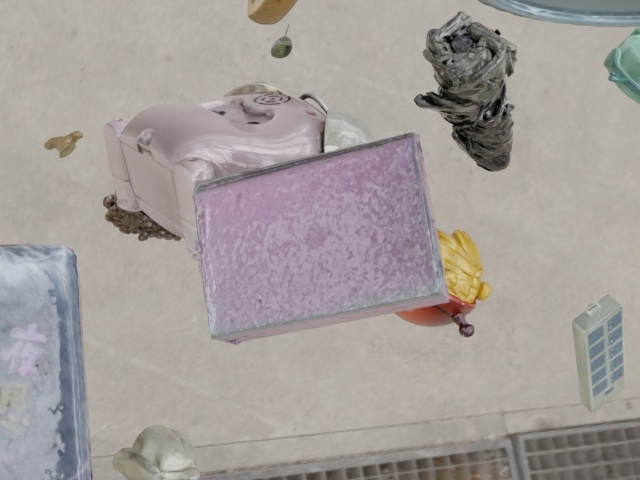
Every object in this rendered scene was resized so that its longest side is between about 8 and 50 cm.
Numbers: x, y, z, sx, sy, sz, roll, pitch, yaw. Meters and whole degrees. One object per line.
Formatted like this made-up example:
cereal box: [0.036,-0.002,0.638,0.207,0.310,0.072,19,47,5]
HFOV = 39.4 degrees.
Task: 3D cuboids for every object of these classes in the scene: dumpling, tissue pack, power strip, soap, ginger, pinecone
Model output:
dumpling: [-0.262,0.357,1.429,0.136,0.199,0.118,22,77,-26]
tissue pack: [-0.328,0.172,0.773,0.259,0.122,0.361,-1,54,-21]
power strip: [0.597,0.251,1.903,0.106,0.367,0.043,-34,48,-9]
soap: [0.000,0.000,0.967,0.259,0.081,0.181,-13,77,13]
ginger: [-0.491,-0.181,1.717,0.030,0.097,0.048,41,46,-49]
pinecone: [-0.271,-0.078,1.544,0.179,0.195,0.150,6,109,15]

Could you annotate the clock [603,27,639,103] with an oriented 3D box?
clock: [0.566,-0.284,1.524,0.159,0.066,0.211,41,43,12]

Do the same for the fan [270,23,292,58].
fan: [-0.080,-0.446,2.031,0.060,0.080,0.003,46,14,35]

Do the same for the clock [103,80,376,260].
clock: [-0.116,-0.124,1.337,0.325,0.184,0.342,-20,36,-31]

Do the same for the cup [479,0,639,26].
cup: [0.239,-0.325,0.581,0.256,0.331,0.311,11,84,-51]

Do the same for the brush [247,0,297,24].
brush: [-0.035,-0.538,1.778,0.166,0.267,0.174,7,42,-29]

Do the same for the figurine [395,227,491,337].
figurine: [0.175,0.056,1.718,0.320,0.323,0.196,14,92,-53]

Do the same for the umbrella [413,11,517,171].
umbrella: [0.210,-0.168,1.198,0.113,0.358,0.106,31,83,23]
